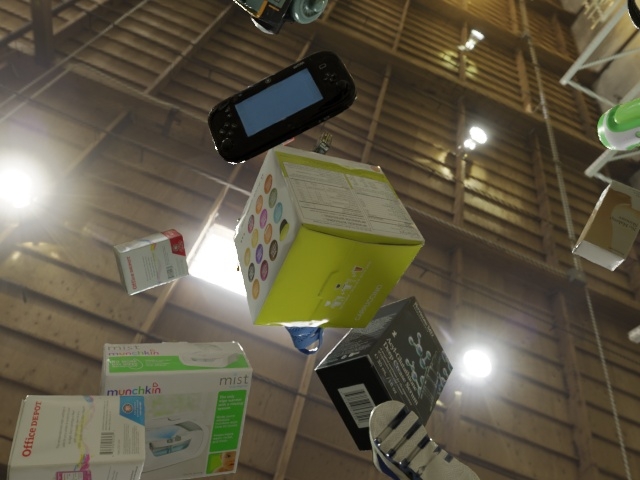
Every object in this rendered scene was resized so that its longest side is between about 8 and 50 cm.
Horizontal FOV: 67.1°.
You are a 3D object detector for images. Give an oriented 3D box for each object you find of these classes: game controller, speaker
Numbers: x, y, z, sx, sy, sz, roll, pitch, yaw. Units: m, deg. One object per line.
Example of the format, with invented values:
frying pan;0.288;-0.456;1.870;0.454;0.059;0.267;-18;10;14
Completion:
game controller;-0.086;-0.285;1.023;0.319;0.067;0.166;-26;-110;3
speaker;0.846;-0.311;1.184;0.131;0.296;0.131;2;-95;-18

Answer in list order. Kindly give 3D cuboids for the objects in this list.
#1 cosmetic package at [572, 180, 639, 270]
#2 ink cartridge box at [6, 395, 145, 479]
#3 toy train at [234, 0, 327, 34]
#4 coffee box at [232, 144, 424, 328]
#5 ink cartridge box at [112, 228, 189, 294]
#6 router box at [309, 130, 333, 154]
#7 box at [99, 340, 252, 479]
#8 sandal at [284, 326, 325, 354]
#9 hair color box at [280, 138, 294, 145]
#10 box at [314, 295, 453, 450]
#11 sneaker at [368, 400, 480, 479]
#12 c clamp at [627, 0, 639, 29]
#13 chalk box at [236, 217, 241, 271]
cosmetic package;0.412;-0.022;0.680;0.060;0.041;0.115;28;-111;18
ink cartridge box;-0.254;0.214;0.510;0.122;0.052;0.088;10;-154;-26
toy train;-0.029;-0.465;0.691;0.142;0.334;0.190;45;-154;19
coffee box;0.000;0.000;1.271;0.338;0.338;0.334;8;-142;-27
ink cartridge box;-0.466;0.056;1.334;0.175;0.128;0.072;-19;-151;-33
router box;-0.002;-0.312;1.639;0.038;0.092;0.122;34;-151;-11
box;-0.284;0.322;0.926;0.261;0.231;0.127;6;-167;-26
sandal;-0.054;0.287;1.564;0.126;0.317;0.138;5;-110;22
hair color box;-0.145;-0.397;1.652;0.043;0.072;0.141;3;-112;-58
box;0.217;0.408;1.531;0.294;0.212;0.395;61;-145;-4
sneaker;0.212;0.486;1.028;0.127;0.182;0.315;-35;-106;-19
c clamp;0.606;-0.451;0.834;0.022;0.160;0.137;-11;-115;-55
chalk box;-0.109;0.017;1.590;0.288;0.180;0.179;3;-95;-34
